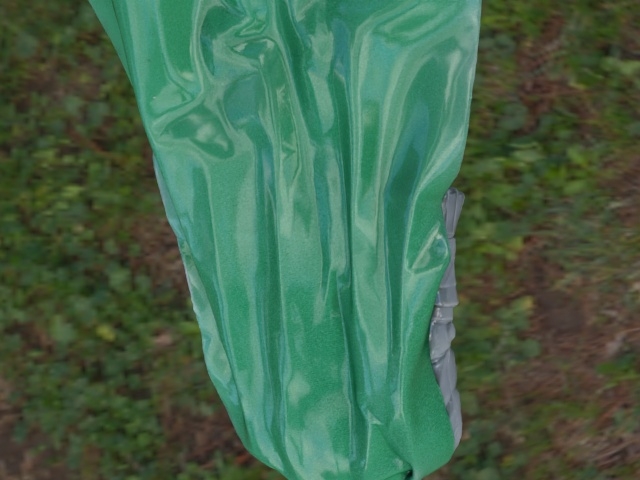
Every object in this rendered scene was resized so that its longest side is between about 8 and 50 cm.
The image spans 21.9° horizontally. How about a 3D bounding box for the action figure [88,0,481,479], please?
[{"bbox_3d":[0.000,0.000,0.518,0.137,0.063,0.232,3,117,25],"label":"action figure"}]
